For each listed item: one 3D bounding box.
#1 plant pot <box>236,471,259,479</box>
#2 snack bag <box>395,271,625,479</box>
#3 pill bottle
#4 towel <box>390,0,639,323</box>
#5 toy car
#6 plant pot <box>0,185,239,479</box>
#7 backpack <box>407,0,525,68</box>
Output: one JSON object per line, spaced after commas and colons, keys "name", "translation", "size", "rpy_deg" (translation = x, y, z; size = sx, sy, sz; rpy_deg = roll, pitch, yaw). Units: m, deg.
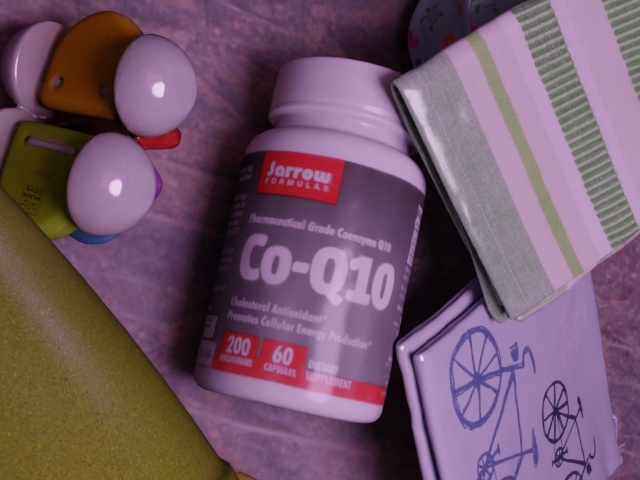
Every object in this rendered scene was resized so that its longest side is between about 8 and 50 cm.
{"name": "plant pot", "translation": [-0.071, 0.252, 0.769], "size": [0.134, 0.134, 0.095], "rpy_deg": [-28, 78, -28]}
{"name": "snack bag", "translation": [0.201, 0.169, 0.902], "size": [0.342, 0.037, 0.323], "rpy_deg": [-32, 115, -44]}
{"name": "pill bottle", "translation": [0.000, 0.000, 0.784], "size": [0.161, 0.161, 0.283], "rpy_deg": [16, 81, -29]}
{"name": "towel", "translation": [0.236, -0.107, 0.803], "size": [0.325, 0.038, 0.248], "rpy_deg": [-33, 111, -15]}
{"name": "toy car", "translation": [-0.171, -0.076, 0.713], "size": [0.136, 0.159, 0.182], "rpy_deg": [45, 62, -61]}
{"name": "plant pot", "translation": [-0.256, 0.125, 0.554], "size": [0.366, 0.366, 0.353], "rpy_deg": [-27, 90, -28]}
{"name": "backpack", "translation": [0.220, -0.179, 0.912], "size": [0.225, 0.191, 0.253], "rpy_deg": [-45, 105, -22]}
